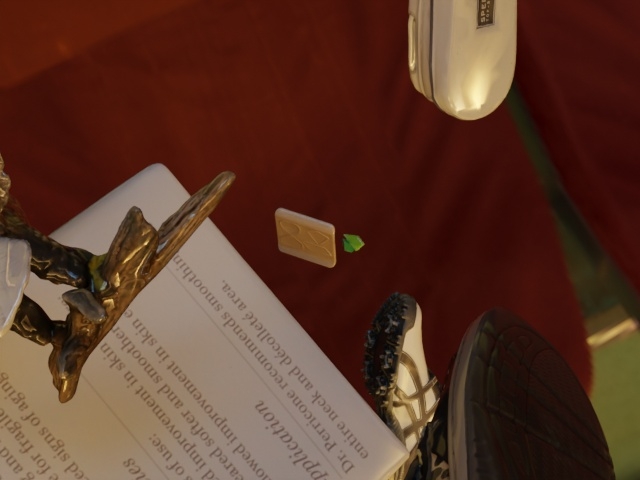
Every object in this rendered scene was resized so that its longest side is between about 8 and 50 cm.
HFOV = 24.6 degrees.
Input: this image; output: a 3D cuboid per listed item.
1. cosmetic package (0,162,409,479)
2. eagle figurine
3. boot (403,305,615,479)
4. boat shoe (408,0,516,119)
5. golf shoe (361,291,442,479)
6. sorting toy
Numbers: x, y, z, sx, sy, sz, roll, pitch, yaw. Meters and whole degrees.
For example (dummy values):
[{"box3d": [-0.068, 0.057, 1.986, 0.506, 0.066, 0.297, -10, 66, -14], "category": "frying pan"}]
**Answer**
[{"box3d": [-0.211, 0.211, 1.235, 0.394, 0.329, 0.327, -38, 176, -27], "category": "cosmetic package"}, {"box3d": [-0.249, -0.030, 0.955, 0.226, 0.298, 0.225, -50, 177, -33], "category": "eagle figurine"}, {"box3d": [0.044, 0.231, 0.934, 0.138, 0.377, 0.284, 38, 123, -21], "category": "boot"}, {"box3d": [0.113, -0.233, 1.169, 0.096, 0.088, 0.267, -17, 120, -29], "category": "boat shoe"}, {"box3d": [0.088, 0.142, 1.370, 0.094, 0.077, 0.198, 0, 108, -15], "category": "golf shoe"}, {"box3d": [0.000, 0.000, 1.318, 0.062, 0.083, 0.012, 89, 23, -55], "category": "sorting toy"}]
